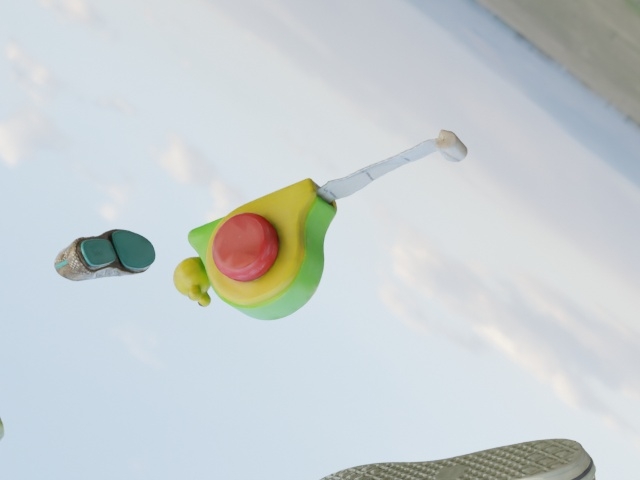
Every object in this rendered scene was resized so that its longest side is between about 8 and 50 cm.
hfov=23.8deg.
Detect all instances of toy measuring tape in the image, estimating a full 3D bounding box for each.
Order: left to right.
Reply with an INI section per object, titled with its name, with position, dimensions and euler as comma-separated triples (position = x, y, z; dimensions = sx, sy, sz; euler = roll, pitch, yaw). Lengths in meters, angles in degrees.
[toy measuring tape]
position = 0.000, 0.000, 1.501
dimensions = 0.121, 0.330, 0.121
euler = 55, -157, -36

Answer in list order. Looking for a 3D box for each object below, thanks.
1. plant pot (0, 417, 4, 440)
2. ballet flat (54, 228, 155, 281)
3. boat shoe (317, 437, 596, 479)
[plant pot]
position = -0.643, 0.302, 2.358
dimensions = 0.276, 0.254, 0.276
euler = 39, 147, 32
[ballet flat]
position = -0.312, 0.023, 2.167
dimensions = 0.206, 0.067, 0.073
euler = 3, -114, -65
[boat shoe]
position = 0.136, 0.383, 2.023
dimensions = 0.187, 0.500, 0.156
euler = -44, -61, -62
